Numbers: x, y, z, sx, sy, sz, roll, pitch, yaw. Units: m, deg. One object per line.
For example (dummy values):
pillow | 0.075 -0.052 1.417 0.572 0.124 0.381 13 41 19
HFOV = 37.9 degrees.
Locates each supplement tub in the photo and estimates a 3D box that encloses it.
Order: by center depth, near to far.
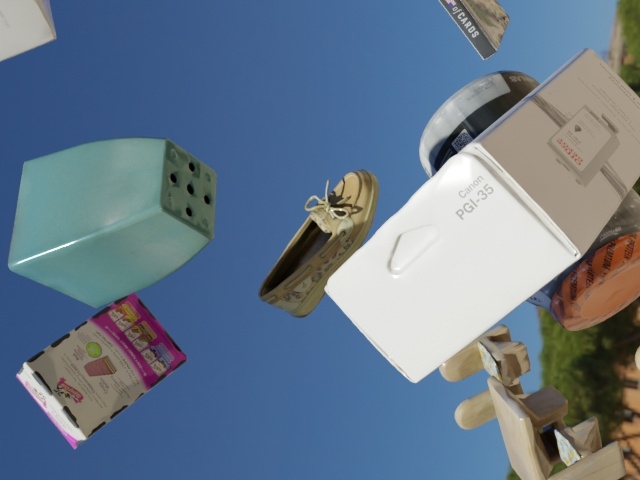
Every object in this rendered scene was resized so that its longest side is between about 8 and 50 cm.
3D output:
supplement tub | 0.282 -0.052 1.197 0.193 0.316 0.194 -22 -32 -15

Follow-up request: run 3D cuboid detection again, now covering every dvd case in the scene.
dvd case | 0.209 -0.367 1.371 0.179 0.029 0.239 51 -153 -9

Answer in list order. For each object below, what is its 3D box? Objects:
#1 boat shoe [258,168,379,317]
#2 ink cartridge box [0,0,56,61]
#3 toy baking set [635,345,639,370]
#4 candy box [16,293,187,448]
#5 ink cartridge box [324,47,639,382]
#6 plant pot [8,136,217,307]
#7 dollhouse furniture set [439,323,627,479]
boat shoe | 0.000 0.000 1.580 0.089 0.104 0.285 24 -81 -34
ink cartridge box | -0.471 -0.268 1.049 0.223 0.307 0.129 -117 5 -49
toy baking set | 0.214 0.116 0.443 0.256 0.030 0.197 -5 -112 -53
candy box | -0.362 0.212 1.560 0.159 0.071 0.233 51 -130 3
ink cartridge box | 0.159 -0.028 0.810 0.207 0.117 0.283 -46 -5 40
plant pot | -0.260 -0.037 1.236 0.165 0.234 0.166 35 -134 -49
dollhouse furniture set | 0.333 0.426 1.619 0.256 0.362 0.394 -26 -57 -7
